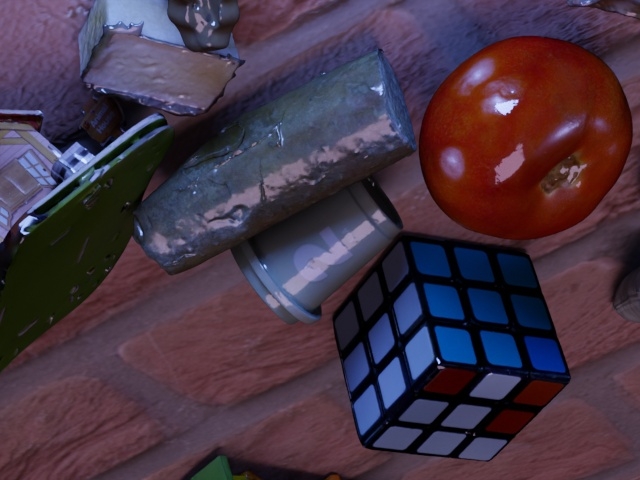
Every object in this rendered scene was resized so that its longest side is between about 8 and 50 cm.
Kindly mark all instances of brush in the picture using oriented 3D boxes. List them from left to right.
[{"bbox_3d":[-0.091,-0.267,1.257,0.071,0.084,0.301,-8,138,-6],"label":"brush"}]

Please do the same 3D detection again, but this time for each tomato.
[{"bbox_3d":[0.172,-0.090,1.508,0.195,0.136,0.195,-22,140,-20],"label":"tomato"}]

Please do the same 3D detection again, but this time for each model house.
[{"bbox_3d":[-0.264,-0.028,1.494,0.207,0.154,0.294,-45,172,-35],"label":"model house"}]

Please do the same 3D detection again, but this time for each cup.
[{"bbox_3d":[0.000,0.000,1.614,0.141,0.120,0.120,-35,140,9],"label":"cup"}]

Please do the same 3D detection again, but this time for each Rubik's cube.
[{"bbox_3d":[0.125,0.109,1.750,0.162,0.160,0.163,9,138,-29],"label":"Rubik's cube"}]

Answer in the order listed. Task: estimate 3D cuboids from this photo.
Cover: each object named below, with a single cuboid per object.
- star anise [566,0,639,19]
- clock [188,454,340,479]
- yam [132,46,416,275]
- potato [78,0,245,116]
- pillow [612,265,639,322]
[{"bbox_3d":[0.369,-0.209,1.452,0.292,0.109,0.349,29,127,-32],"label":"star anise"},{"bbox_3d":[-0.020,0.373,2.018,0.255,0.220,0.106,10,139,-41],"label":"clock"},{"bbox_3d":[-0.039,-0.065,1.515,0.259,0.106,0.106,-26,142,16],"label":"yam"},{"bbox_3d":[-0.130,-0.153,1.404,0.122,0.061,0.086,12,137,-27],"label":"potato"},{"bbox_3d":[0.434,0.035,1.822,0.254,0.078,0.144,-12,163,-3],"label":"pillow"}]
